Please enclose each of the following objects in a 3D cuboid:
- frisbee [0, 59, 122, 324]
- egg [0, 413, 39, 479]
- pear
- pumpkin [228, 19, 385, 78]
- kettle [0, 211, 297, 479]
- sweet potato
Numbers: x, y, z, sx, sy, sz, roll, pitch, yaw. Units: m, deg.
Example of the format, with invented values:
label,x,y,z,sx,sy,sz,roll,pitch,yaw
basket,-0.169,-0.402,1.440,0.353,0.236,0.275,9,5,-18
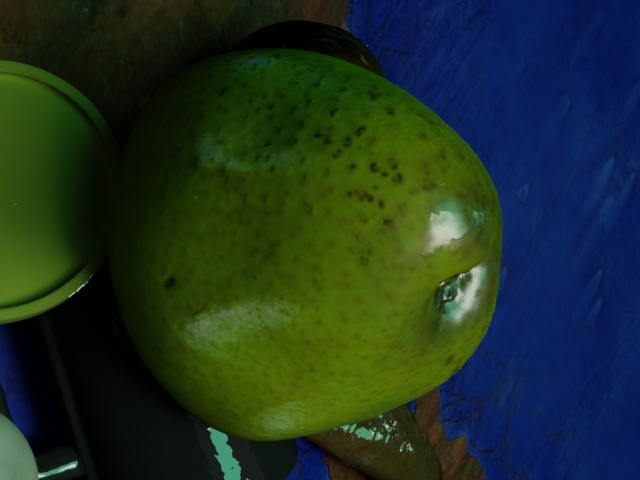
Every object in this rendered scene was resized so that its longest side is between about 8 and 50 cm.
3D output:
label,x,y,z,sx,sy,sz,roll,pitch,yaw
frisbee,-0.283,-0.042,1.379,0.017,0.236,0.236,119,-12,-74
egg,-0.321,0.238,1.360,0.151,0.151,0.209,37,65,-45
pear,0.000,0.000,1.335,0.238,0.318,0.342,-3,88,-50
pumpkin,-0.015,-0.070,1.648,0.320,0.192,0.320,-8,90,-81
kettle,-0.189,0.103,1.524,0.203,0.262,0.308,-84,158,-71
sweet potato,0.072,0.243,1.893,0.114,0.092,0.341,-54,132,-12
